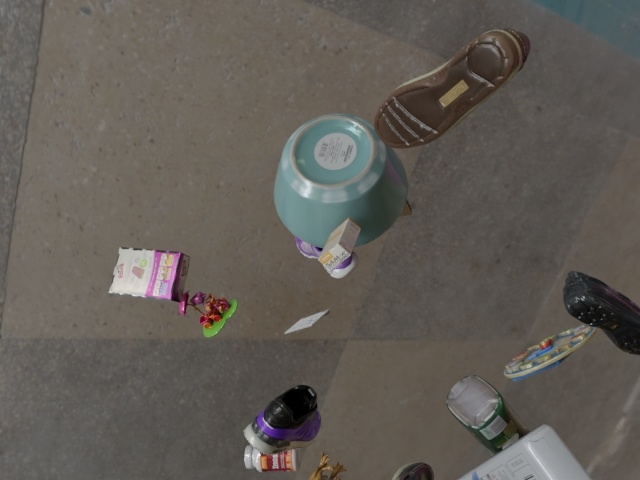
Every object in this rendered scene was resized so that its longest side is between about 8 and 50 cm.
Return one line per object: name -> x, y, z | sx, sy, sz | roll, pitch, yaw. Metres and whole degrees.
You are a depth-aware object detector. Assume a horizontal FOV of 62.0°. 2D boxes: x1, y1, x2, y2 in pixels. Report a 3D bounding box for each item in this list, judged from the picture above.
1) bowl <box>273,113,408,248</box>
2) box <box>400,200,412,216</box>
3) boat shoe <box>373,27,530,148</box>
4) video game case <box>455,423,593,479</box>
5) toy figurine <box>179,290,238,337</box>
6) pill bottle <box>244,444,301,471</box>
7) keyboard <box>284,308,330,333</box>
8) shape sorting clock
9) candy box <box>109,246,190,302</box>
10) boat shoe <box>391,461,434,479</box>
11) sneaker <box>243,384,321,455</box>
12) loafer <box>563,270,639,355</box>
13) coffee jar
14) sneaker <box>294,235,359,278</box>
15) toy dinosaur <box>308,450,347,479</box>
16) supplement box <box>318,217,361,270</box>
bowl -> 0.034, -0.151, 1.164 | 0.311, 0.311, 0.163 | -37, 156, -8
box -> 0.134, -0.081, 1.418 | 0.201, 0.021, 0.164 | -9, 165, 15
boat shoe -> 0.188, -0.210, 0.765 | 0.095, 0.257, 0.095 | -36, 99, -37
video game case -> 0.254, 0.361, 0.498 | 0.036, 0.329, 0.300 | -25, 152, -20
toy figurine -> -0.391, 0.221, 1.779 | 0.173, 0.130, 0.159 | -36, 126, 21
pill bottle -> -0.137, 0.622, 1.537 | 0.152, 0.086, 0.086 | -6, 124, 7
keyboard -> -0.043, 0.237, 1.538 | 0.072, 0.256, 0.014 | -32, 88, -24
shape sorting clock -> 0.469, 0.225, 1.097 | 0.206, 0.040, 0.206 | -31, 166, -9
candy box -> -0.553, 0.112, 1.731 | 0.071, 0.233, 0.159 | 48, 49, -68
boat shoe -> 0.200, 0.595, 1.227 | 0.285, 0.092, 0.103 | -4, 76, -52
sneaker -> -0.048, 0.407, 1.256 | 0.146, 0.102, 0.293 | -54, 157, 7
loafer -> 0.486, 0.120, 0.869 | 0.223, 0.078, 0.076 | 30, 138, -17
coffee jar -> 0.290, 0.308, 0.882 | 0.079, 0.096, 0.184 | -44, 121, -4
sneaker -> 0.000, 0.000, 1.330 | 0.095, 0.236, 0.104 | -43, 126, -9
toy dinosaur -> -0.008, 0.517, 1.135 | 0.112, 0.064, 0.211 | -42, 165, -37
supplement box -> 0.039, 0.007, 1.054 | 0.036, 0.098, 0.062 | 41, 127, -11
